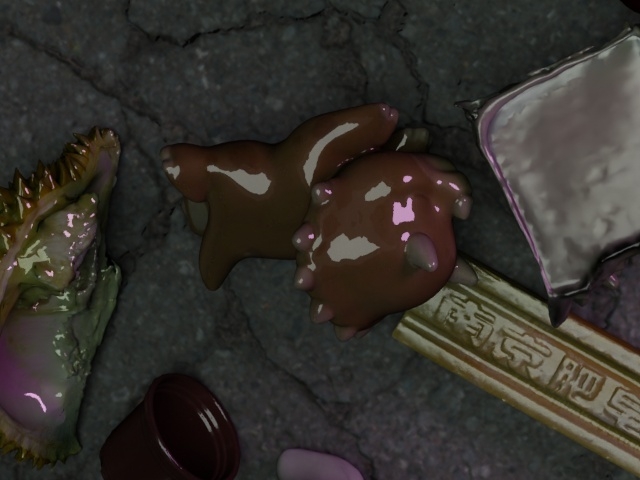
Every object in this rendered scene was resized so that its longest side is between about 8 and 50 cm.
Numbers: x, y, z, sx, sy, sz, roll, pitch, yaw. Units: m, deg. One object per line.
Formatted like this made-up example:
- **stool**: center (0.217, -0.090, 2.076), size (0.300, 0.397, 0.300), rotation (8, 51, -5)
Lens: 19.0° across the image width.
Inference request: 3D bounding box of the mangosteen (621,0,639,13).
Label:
- **mangosteen**: center (0.313, -0.325, 1.408), size (0.307, 0.307, 0.347), rotation (31, 75, 7)

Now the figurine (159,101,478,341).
- **figurine**: center (0.003, -0.002, 1.555), size (0.247, 0.177, 0.173), rotation (-8, 73, 3)

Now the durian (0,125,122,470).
- **durian**: center (-0.249, 0.044, 1.637), size (0.166, 0.172, 0.306), rotation (13, 91, -14)

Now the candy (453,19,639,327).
- **candy**: center (0.225, -0.062, 1.521), size (0.185, 0.137, 0.195), rotation (-28, 88, 14)

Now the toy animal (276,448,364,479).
- **toy animal**: center (-0.013, 0.291, 1.621), size (0.178, 0.127, 0.193), rotation (41, 106, 7)

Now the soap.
- **soap**: center (0.191, 0.102, 1.599), size (0.252, 0.037, 0.092), rotation (29, 103, 8)

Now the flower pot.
- **flower pot**: center (-0.139, 0.183, 1.656), size (0.089, 0.111, 0.111), rotation (-34, 89, 29)
